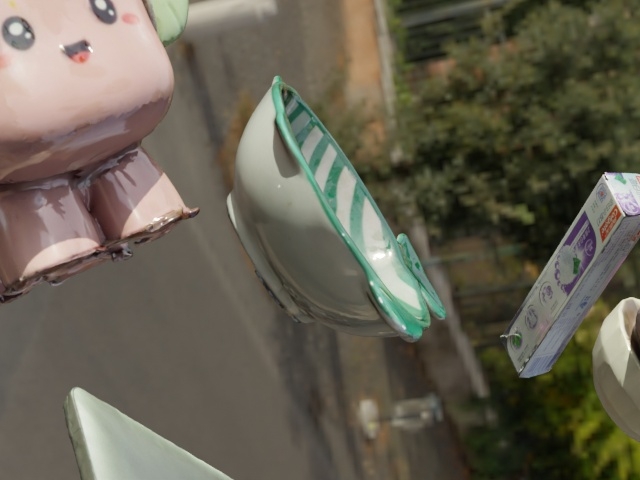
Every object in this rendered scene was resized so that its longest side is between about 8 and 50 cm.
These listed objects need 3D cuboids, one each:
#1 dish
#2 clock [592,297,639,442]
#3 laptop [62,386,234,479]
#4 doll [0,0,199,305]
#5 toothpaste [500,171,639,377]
[{"bbox_3d":[0.000,0.000,1.102,0.246,0.078,0.224,43,17,-54],"label":"dish"},{"bbox_3d":[0.403,0.032,1.309,0.184,0.342,0.326,60,-20,5],"label":"clock"},{"bbox_3d":[-0.024,0.196,0.694,0.187,0.015,0.269,38,19,-43],"label":"laptop"},{"bbox_3d":[-0.203,-0.105,1.020,0.284,0.216,0.268,-22,88,-33],"label":"doll"},{"bbox_3d":[0.200,0.031,1.244,0.040,0.196,0.047,1,47,-25],"label":"toothpaste"}]
